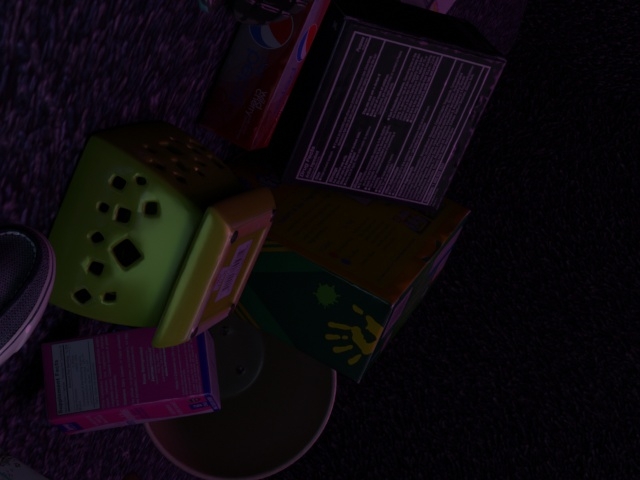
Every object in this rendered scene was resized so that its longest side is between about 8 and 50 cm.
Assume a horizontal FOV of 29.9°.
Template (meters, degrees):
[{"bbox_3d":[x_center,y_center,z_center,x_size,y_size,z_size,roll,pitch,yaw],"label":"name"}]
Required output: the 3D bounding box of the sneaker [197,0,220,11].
[{"bbox_3d":[-0.092,-0.349,1.480,0.166,0.076,0.065,-60,168,-8],"label":"sneaker"}]

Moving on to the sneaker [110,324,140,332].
[{"bbox_3d":[-0.290,0.144,1.837,0.144,0.053,0.059,-60,167,-13],"label":"sneaker"}]

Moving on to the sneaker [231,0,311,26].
[{"bbox_3d":[-0.031,-0.394,1.575,0.101,0.106,0.267,13,133,-41],"label":"sneaker"}]

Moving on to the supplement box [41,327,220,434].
[{"bbox_3d":[-0.254,0.185,1.624,0.111,0.220,0.114,82,0,-71],"label":"supplement box"}]

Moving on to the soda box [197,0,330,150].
[{"bbox_3d":[-0.075,-0.265,1.718,0.263,0.092,0.083,-65,170,14],"label":"soda box"}]

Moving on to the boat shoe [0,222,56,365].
[{"bbox_3d":[-0.364,0.073,1.116,0.340,0.127,0.158,-53,173,-37],"label":"boat shoe"}]

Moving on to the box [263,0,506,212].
[{"bbox_3d":[0.091,-0.233,1.953,0.296,0.294,0.182,-67,-151,25],"label":"box"}]

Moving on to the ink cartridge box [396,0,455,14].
[{"bbox_3d":[0.137,-0.428,2.082,0.176,0.128,0.127,-53,131,-34],"label":"ink cartridge box"}]

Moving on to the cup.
[{"bbox_3d":[-0.158,0.222,2.076,0.331,0.331,0.237,-62,-166,2],"label":"cup"}]

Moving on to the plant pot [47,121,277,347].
[{"bbox_3d":[-0.195,-0.003,1.514,0.228,0.207,0.227,-66,168,16],"label":"plant pot"}]

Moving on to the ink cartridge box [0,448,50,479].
[{"bbox_3d":[-0.395,0.335,1.250,0.198,0.270,0.197,-64,167,11],"label":"ink cartridge box"}]

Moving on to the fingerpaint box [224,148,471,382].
[{"bbox_3d":[0.000,0.000,1.973,0.445,0.371,0.163,-44,159,-61],"label":"fingerpaint box"}]

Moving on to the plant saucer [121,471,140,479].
[{"bbox_3d":[-0.398,0.535,2.358,0.168,0.029,0.168,-58,167,-21],"label":"plant saucer"}]
